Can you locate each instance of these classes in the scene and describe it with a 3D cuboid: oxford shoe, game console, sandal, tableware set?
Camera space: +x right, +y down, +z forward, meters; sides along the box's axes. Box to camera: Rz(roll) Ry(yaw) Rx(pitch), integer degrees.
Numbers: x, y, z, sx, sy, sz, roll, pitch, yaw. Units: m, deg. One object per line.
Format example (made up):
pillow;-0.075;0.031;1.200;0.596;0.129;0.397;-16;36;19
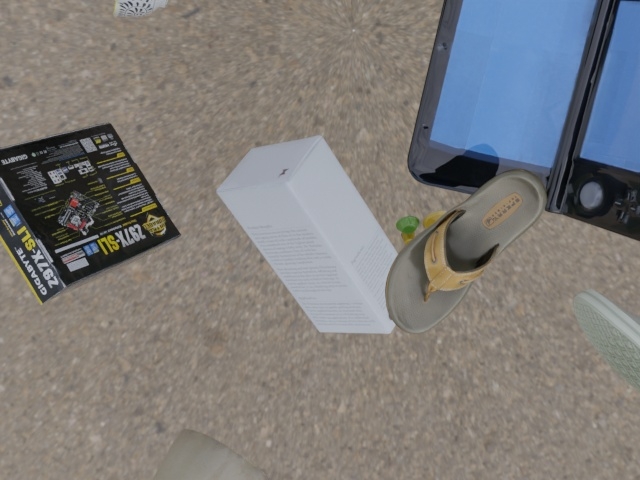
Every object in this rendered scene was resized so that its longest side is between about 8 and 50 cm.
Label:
oxford shoe;0.613;0.218;1.452;0.130;0.169;0.449;-44;61;-12
game console;0.246;-0.165;0.872;0.173;0.250;0.293;6;102;-28
sandal;0.124;0.009;0.775;0.072;0.049;0.180;45;102;-4
tableware set;0.198;-0.022;1.398;0.154;0.024;0.104;-13;142;6

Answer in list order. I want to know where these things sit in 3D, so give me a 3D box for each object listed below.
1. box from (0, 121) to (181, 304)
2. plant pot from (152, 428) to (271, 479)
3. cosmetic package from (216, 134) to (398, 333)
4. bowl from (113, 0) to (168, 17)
box;-0.422;-0.059;1.551;0.079;0.322;0.257;-31;91;32
plant pot;-0.224;0.512;1.524;0.256;0.256;0.274;43;60;-8
cosmetic package;0.000;0.000;1.988;0.230;0.161;0.453;-4;131;43
bowl;-0.306;-0.467;1.594;0.080;0.170;0.170;19;103;-10
